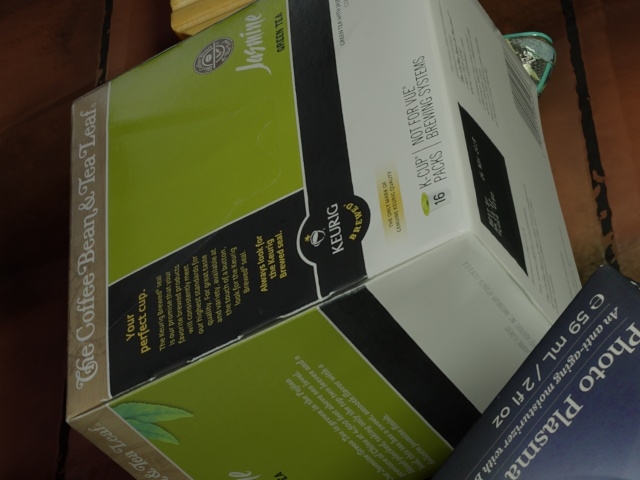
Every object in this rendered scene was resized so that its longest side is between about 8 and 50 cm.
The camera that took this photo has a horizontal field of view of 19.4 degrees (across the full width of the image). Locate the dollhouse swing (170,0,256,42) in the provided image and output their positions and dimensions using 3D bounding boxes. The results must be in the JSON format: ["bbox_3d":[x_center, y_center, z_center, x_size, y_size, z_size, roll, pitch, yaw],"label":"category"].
[{"bbox_3d":[-0.025,-0.394,1.761,0.304,0.315,0.347,-10,44,4],"label":"dollhouse swing"}]

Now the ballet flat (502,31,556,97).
[{"bbox_3d":[0.109,-0.135,1.566,0.188,0.070,0.070,-3,51,42],"label":"ballet flat"}]

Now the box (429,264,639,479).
[{"bbox_3d":[0.189,0.221,1.008,0.296,0.182,0.294,-53,39,5],"label":"box"}]

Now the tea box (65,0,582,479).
[{"bbox_3d":[0.000,0.000,1.377,0.323,0.220,0.329,-24,44,19],"label":"tea box"}]
